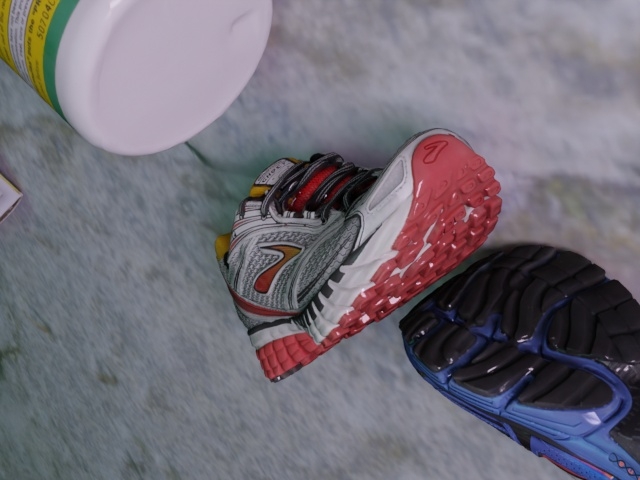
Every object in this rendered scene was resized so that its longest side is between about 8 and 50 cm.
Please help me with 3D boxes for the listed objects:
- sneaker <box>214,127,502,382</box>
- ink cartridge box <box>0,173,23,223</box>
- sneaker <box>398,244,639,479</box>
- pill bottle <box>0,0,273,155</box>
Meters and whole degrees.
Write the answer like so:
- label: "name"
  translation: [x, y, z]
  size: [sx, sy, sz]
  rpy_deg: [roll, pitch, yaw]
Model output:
- label: "sneaker"
  translation: [0.000, 0.000, 0.518]
  size: [0.093, 0.088, 0.225]
  rpy_deg: [57, 151, 3]
- label: "ink cartridge box"
  translation: [-0.440, -0.100, 1.040]
  size: [0.307, 0.072, 0.303]
  rpy_deg: [48, 155, -13]
- label: "sneaker"
  translation: [0.114, 0.074, 0.426]
  size: [0.221, 0.083, 0.087]
  rpy_deg: [29, 146, 44]
- label: "pill bottle"
  translation: [-0.130, -0.144, 0.548]
  size: [0.208, 0.117, 0.118]
  rpy_deg: [42, 147, 27]
